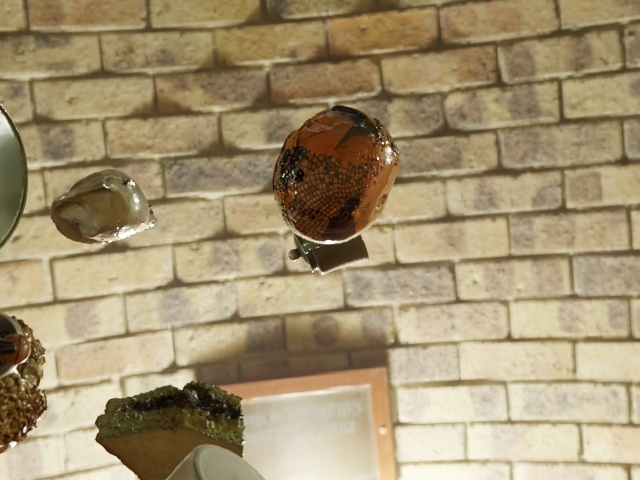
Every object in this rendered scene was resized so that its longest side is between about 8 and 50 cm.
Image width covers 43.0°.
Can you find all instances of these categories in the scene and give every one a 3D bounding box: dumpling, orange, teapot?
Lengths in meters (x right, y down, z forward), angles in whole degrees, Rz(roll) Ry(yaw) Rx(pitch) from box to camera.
[{"bbox_3d":[-0.521,-0.056,1.950,0.226,0.243,0.175,-26,-147,6],"label":"dumpling"},{"bbox_3d":[0.026,-0.104,1.340,0.182,0.235,0.234,23,-169,10],"label":"orange"},{"bbox_3d":[0.000,0.000,1.687,0.149,0.162,0.239,-26,-179,-5],"label":"teapot"}]

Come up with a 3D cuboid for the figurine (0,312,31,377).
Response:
[{"bbox_3d":[-0.590,0.174,1.329,0.176,0.133,0.236,-1,172,13],"label":"figurine"}]

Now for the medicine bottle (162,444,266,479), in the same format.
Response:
[{"bbox_3d":[-0.204,0.446,1.093,0.332,0.190,0.190,-47,175,13],"label":"medicine bottle"}]

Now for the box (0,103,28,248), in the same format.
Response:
[{"bbox_3d":[-0.503,-0.082,1.023,0.149,0.226,0.226,1,-173,23],"label":"box"}]

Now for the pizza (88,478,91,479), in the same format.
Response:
[{"bbox_3d":[-0.479,0.507,1.653,0.100,0.029,0.099,32,128,-22],"label":"pizza"}]

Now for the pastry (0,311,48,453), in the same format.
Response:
[{"bbox_3d":[-0.666,0.283,1.628,0.184,0.316,0.284,-13,138,23],"label":"pastry"}]

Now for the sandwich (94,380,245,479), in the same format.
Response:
[{"bbox_3d":[-0.313,0.442,1.861,0.325,0.262,0.131,-14,-136,20],"label":"sandwich"}]
